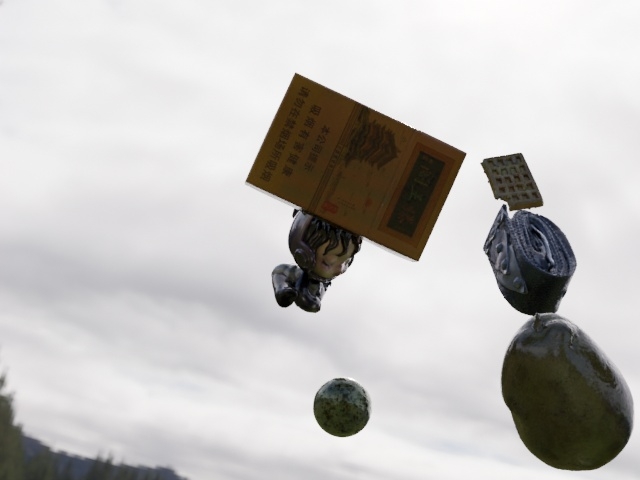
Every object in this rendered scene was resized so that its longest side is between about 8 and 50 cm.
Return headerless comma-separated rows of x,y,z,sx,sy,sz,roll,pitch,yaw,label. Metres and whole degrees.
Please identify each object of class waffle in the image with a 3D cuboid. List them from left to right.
0.368,-0.112,2.107,0.092,0.135,0.021,-8,-39,-8,waffle

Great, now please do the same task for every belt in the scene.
0.358,0.049,1.882,0.122,0.218,0.129,14,-62,-11,belt

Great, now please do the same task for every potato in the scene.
0.359,0.219,1.625,0.251,0.174,0.159,65,-5,-12,potato

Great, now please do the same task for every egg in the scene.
0.032,0.237,1.552,0.085,0.085,0.110,12,-13,11,egg

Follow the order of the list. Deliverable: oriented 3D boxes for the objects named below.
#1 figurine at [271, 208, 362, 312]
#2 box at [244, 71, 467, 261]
0.000,0.000,1.809,0.145,0.222,0.145,28,19,-10,figurine
0.049,-0.103,1.574,0.274,0.174,0.076,25,-2,-4,box
